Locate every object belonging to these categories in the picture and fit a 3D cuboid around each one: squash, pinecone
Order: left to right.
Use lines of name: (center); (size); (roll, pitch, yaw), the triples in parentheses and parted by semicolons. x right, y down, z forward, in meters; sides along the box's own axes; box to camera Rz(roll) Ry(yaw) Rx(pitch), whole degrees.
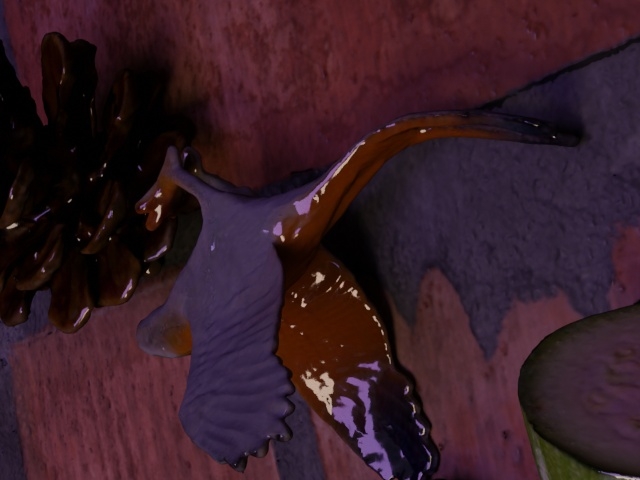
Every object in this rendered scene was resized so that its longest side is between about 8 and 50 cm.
pinecone: (-0.239, -0.062, 1.155); (0.244, 0.309, 0.244); (-30, 47, 38)
squash: (0.193, 0.121, 0.783); (0.170, 0.170, 0.122); (17, 122, 45)

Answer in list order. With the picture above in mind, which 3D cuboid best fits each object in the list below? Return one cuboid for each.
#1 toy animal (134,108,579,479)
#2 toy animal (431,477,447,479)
toy animal: (-0.017, -0.008, 0.982); (0.302, 0.225, 0.284); (33, 101, 36)
toy animal: (0.056, 0.311, 0.871); (0.344, 0.194, 0.302); (-167, 94, -78)
